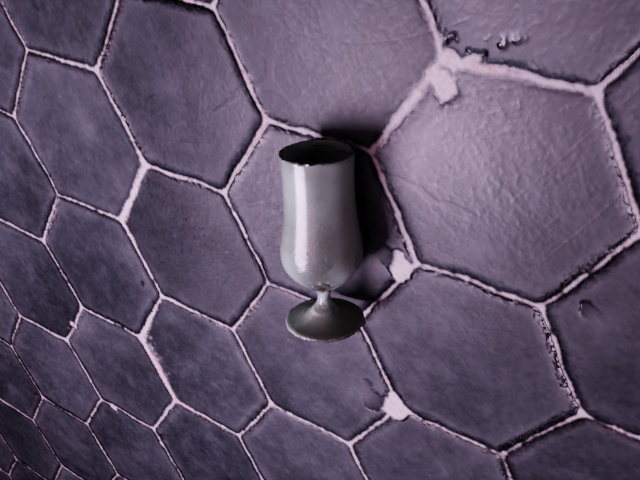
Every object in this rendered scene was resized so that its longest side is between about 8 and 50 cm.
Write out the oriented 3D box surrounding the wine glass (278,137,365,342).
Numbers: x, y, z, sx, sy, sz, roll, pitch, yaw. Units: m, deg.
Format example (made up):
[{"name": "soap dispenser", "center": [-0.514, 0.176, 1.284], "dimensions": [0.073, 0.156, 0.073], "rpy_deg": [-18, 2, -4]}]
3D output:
[{"name": "wine glass", "center": [0.000, 0.000, 0.821], "dimensions": [0.103, 0.103, 0.231], "rpy_deg": [14, 123, 30]}]
